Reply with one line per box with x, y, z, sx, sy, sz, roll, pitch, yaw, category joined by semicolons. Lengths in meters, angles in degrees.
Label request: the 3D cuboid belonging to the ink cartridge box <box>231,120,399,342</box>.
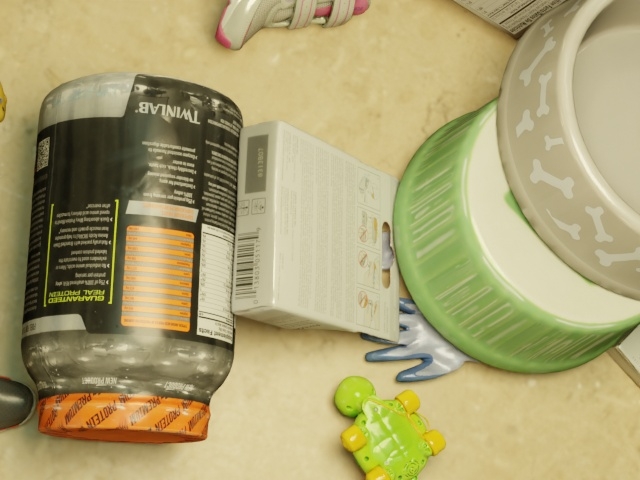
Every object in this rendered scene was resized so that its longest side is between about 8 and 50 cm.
0.000;0.000;1.451;0.066;0.232;0.189;-6;74;29;ink cartridge box

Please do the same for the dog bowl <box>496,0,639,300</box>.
0.355;-0.115;1.429;0.348;0.102;0.349;5;73;-17;dog bowl

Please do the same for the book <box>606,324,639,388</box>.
0.400;0.108;1.587;0.144;0.035;0.096;-43;93;-18;book

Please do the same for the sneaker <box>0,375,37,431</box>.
-0.359;0.156;1.403;0.157;0.065;0.061;6;77;-10;sneaker

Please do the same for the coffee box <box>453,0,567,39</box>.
0.148;-0.371;1.541;0.297;0.119;0.168;26;60;-22;coffee box

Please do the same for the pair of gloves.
0.122;0.056;1.545;0.159;0.023;0.198;2;75;-11;pair of gloves

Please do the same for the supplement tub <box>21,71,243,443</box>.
-0.183;0.023;1.395;0.207;0.207;0.338;5;77;-10;supplement tub

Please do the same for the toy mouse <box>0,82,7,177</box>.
-0.393;-0.127;1.476;0.143;0.031;0.161;-22;83;-15;toy mouse

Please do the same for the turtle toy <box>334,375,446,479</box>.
0.062;0.197;1.479;0.095;0.066;0.130;-31;85;-18;turtle toy

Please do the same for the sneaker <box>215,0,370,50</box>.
-0.004;-0.280;1.552;0.252;0.103;0.111;-41;86;-16;sneaker

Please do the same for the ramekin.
0.242;-0.021;1.501;0.303;0.148;0.303;5;72;-16;ramekin
